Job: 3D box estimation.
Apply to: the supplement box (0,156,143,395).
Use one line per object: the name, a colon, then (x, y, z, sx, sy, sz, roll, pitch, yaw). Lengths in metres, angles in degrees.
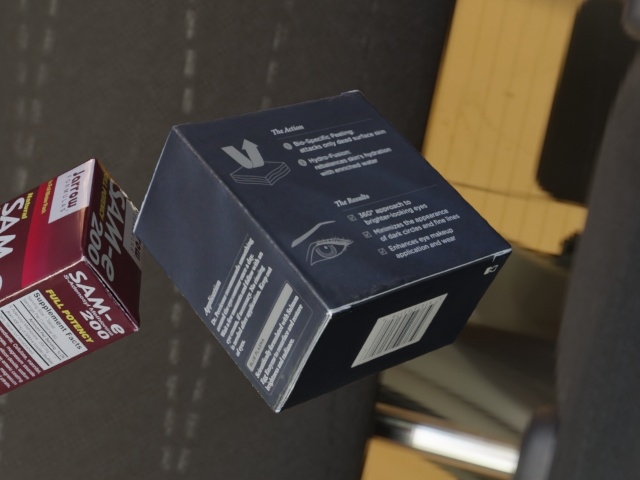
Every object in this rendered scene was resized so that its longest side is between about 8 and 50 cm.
supplement box: (-0.241, 0.049, 0.917, 0.073, 0.239, 0.130, 57, -167, -32)

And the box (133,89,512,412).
box: (0.000, 0.000, 0.799, 0.156, 0.158, 0.093, -16, -35, -41)
